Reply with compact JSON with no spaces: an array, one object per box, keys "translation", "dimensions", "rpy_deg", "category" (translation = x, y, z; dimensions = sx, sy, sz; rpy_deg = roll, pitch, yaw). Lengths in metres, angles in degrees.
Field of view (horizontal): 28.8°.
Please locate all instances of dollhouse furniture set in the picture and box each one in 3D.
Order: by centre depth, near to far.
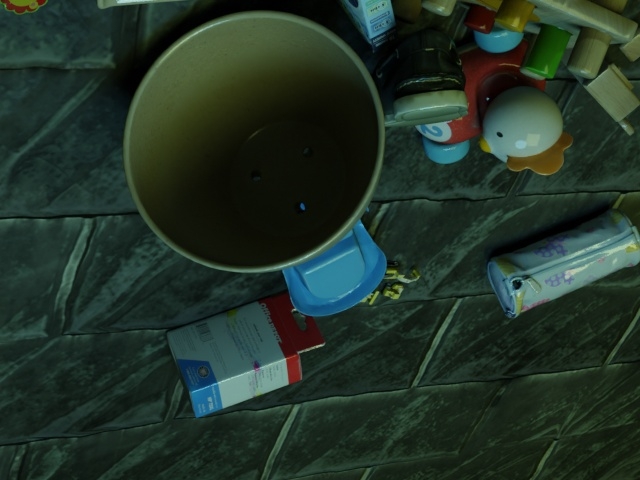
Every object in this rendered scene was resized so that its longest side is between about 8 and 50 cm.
[{"translation":[0.502,-0.353,1.779],"dimensions":[0.355,0.174,0.303],"rpy_deg":[-40,141,15],"category":"dollhouse furniture set"}]

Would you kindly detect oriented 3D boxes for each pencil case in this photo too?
[{"translation":[0.431,0.037,2.212],"dimensions":[0.273,0.113,0.124],"rpy_deg":[-21,163,-11],"category":"pencil case"}]

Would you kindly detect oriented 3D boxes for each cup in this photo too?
[{"translation":[-0.065,-0.103,1.635],"dimensions":[0.331,0.331,0.237],"rpy_deg":[-31,166,3],"category":"cup"}]

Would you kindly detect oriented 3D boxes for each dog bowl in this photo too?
[{"translation":[0.000,0.000,1.942],"dimensions":[0.166,0.074,0.297],"rpy_deg":[-26,142,-3],"category":"dog bowl"}]

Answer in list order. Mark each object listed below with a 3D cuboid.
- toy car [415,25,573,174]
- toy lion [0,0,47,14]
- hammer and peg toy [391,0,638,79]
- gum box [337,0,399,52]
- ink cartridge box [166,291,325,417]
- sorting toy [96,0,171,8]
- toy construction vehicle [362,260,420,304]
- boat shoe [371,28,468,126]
[{"translation":[0.253,-0.172,1.773],"dimensions":[0.210,0.238,0.219],"rpy_deg":[-25,141,-5],"category":"toy car"},{"translation":[-0.351,-0.304,1.430],"dimensions":[0.096,0.034,0.100],"rpy_deg":[-15,140,-28],"category":"toy lion"},{"translation":[0.202,-0.292,1.514],"dimensions":[0.266,0.361,0.127],"rpy_deg":[21,94,-11],"category":"hammer and peg toy"},{"translation":[0.030,-0.342,1.500],"dimensions":[0.041,0.157,0.184],"rpy_deg":[-29,148,-4],"category":"gum box"},{"translation":[-0.118,0.180,2.018],"dimensions":[0.231,0.134,0.078],"rpy_deg":[-18,140,-12],"category":"ink cartridge box"},{"translation":[-0.163,-0.361,1.471],"dimensions":[0.208,0.038,0.193],"rpy_deg":[-12,138,-20],"category":"sorting toy"},{"translation":[0.113,0.078,2.127],"dimensions":[0.098,0.035,0.086],"rpy_deg":[7,130,-36],"category":"toy construction vehicle"},{"translation":[0.122,-0.207,1.600],"dimensions":[0.127,0.113,0.340],"rpy_deg":[-7,-178,4],"category":"boat shoe"}]
